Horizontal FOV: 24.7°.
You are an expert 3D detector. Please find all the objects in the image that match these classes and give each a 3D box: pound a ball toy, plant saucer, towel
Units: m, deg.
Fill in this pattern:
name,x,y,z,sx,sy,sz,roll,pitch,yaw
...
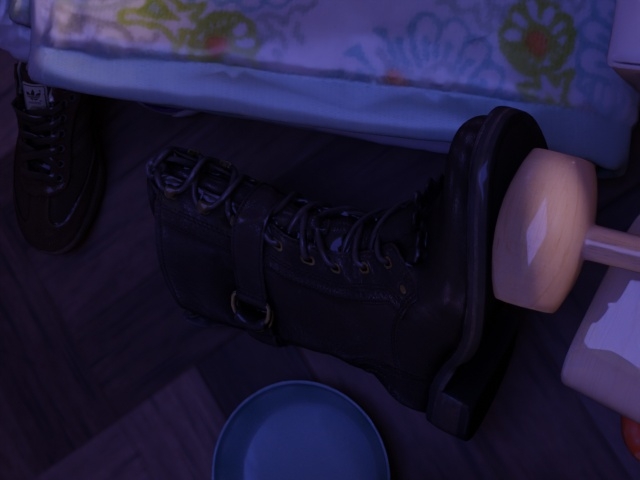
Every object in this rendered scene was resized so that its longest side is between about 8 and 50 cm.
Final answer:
name,x,y,z,sx,sy,sz,roll,pitch,yaw
pound a ball toy,0.235,0.084,0.722,0.319,0.208,0.136,27,96,20
plant saucer,-0.010,0.147,0.911,0.119,0.021,0.119,-1,86,22
towel,0.017,-0.218,0.841,0.374,0.090,0.321,10,88,6

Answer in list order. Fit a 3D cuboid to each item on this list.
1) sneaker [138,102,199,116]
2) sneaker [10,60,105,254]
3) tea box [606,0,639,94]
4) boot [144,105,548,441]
name,x,y,z,sx,sy,sz,roll,pitch,yaw
sneaker,-0.055,-0.142,0.919,0.170,0.071,0.068,-45,73,12
sneaker,-0.181,-0.086,0.963,0.066,0.071,0.188,6,89,21
tea box,0.333,-0.212,0.695,0.323,0.220,0.329,9,90,22
boot,0.000,0.000,0.821,0.229,0.091,0.263,24,140,17
